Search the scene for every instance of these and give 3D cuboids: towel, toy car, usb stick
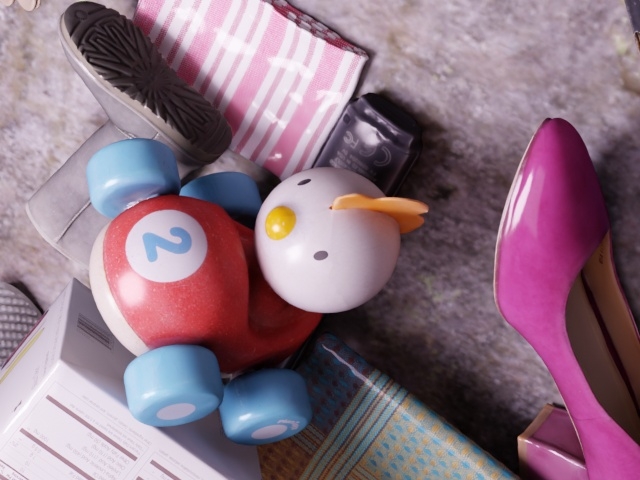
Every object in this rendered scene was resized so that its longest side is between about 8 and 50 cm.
[{"bbox_3d":[-0.072,-0.143,1.475,0.197,0.029,0.144,32,123,8],"label":"towel"},{"bbox_3d":[0.102,0.257,1.543,0.370,0.040,0.271,39,139,4],"label":"towel"},{"bbox_3d":[-0.032,0.007,1.371,0.238,0.210,0.219,-29,61,29],"label":"toy car"},{"bbox_3d":[0.000,0.000,1.501,0.077,0.045,0.278,39,124,15],"label":"usb stick"}]

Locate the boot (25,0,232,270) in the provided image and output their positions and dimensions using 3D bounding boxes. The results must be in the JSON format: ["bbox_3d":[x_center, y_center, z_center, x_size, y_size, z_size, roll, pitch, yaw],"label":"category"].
[{"bbox_3d":[-0.191,-0.082,1.522,0.189,0.076,0.208,48,137,-6],"label":"boot"}]

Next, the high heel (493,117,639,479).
[{"bbox_3d":[0.241,0.078,1.378,0.181,0.127,0.377,14,134,29],"label":"high heel"}]

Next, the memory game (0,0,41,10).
[{"bbox_3d":[-0.265,-0.276,1.461,0.186,0.012,0.186,36,139,39],"label":"memory game"}]

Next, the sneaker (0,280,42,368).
[{"bbox_3d":[-0.314,0.175,1.696,0.161,0.102,0.282,-7,110,30],"label":"sneaker"}]

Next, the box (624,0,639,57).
[{"bbox_3d":[0.388,-0.097,1.261,0.296,0.073,0.293,-11,109,28],"label":"box"}]

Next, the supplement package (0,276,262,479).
[{"bbox_3d":[-0.173,0.172,1.488,0.204,0.262,0.145,37,96,-12],"label":"supplement package"}]
